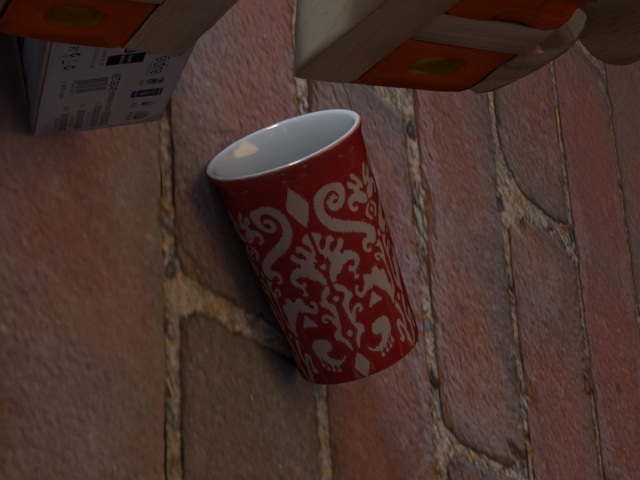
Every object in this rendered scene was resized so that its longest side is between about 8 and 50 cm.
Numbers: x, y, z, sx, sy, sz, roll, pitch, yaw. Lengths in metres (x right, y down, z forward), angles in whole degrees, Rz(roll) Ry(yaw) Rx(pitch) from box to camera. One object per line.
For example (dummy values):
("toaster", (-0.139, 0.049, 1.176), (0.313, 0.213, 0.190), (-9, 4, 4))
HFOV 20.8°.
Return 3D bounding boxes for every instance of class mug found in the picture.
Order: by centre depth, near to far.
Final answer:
("mug", (0.008, -0.001, 1.248), (0.150, 0.113, 0.169), (-51, 125, -57))

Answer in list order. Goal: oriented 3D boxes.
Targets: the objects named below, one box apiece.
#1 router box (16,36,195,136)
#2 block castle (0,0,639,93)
("router box", (-0.128, -0.242, 0.915), (0.335, 0.082, 0.301), (139, -58, -74))
("block castle", (0.004, -0.240, 0.664), (0.453, 0.213, 0.303), (5, 75, -23))
